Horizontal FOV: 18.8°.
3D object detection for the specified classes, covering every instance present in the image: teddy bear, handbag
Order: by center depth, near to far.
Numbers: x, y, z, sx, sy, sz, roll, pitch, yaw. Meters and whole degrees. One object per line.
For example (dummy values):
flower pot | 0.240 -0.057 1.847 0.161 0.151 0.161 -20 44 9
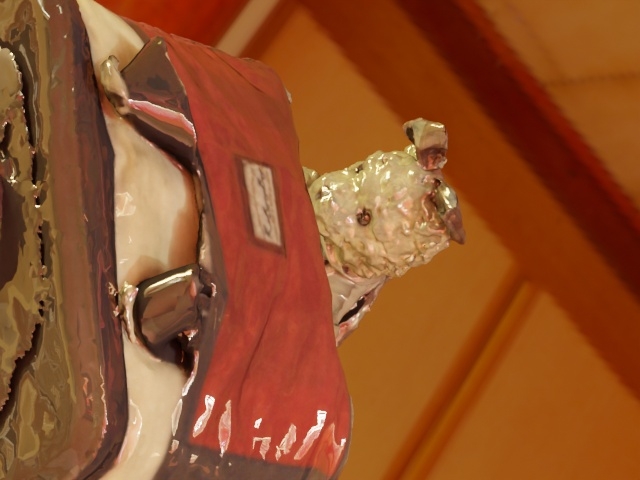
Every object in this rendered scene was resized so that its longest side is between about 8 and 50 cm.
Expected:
handbag | -0.098 0.014 0.852 0.181 0.254 0.181 -25 153 33
teddy bear | 0.004 0.011 1.138 0.213 0.133 0.111 -21 143 21
